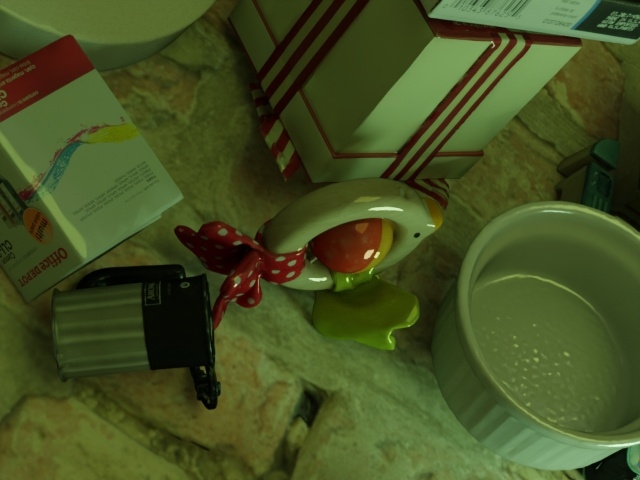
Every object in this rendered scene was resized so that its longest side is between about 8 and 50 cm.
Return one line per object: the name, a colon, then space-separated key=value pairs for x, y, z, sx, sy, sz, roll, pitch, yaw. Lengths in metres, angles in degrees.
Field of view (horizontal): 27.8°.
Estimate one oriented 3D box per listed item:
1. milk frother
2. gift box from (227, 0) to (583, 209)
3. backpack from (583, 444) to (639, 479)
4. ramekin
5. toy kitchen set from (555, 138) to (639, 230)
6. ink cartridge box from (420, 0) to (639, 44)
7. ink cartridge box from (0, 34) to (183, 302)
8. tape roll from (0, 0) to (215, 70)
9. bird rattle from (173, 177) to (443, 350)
milk frother: x=-0.160 y=0.099 z=1.155 sx=0.134 sy=0.129 sz=0.143 roll=-5 pitch=105 yaw=-2
gift box: x=0.074 y=-0.187 z=1.325 sx=0.255 sy=0.258 sz=0.276 roll=1 pitch=56 yaw=-38
backpack: x=0.412 y=0.238 z=1.481 sx=0.188 sy=0.144 sz=0.166 roll=35 pitch=49 yaw=-23
ramekin: x=0.252 y=0.110 z=1.377 sx=0.277 sy=0.135 sz=0.277 roll=8 pitch=59 yaw=-14
toy kitchen set: x=0.378 y=-0.015 z=1.568 sx=0.166 sy=0.122 sz=0.207 roll=31 pitch=57 yaw=-23
ink cartridge box: x=0.165 y=-0.337 z=1.279 sx=0.303 sy=0.072 sz=0.307 roll=-2 pitch=59 yaw=-39
ink cartridge box: x=-0.237 y=-0.060 z=1.135 sx=0.127 sy=0.128 sz=0.176 roll=-39 pitch=96 yaw=-39
tape roll: x=-0.259 y=-0.357 z=1.277 sx=0.392 sy=0.072 sz=0.392 roll=14 pitch=63 yaw=-31
bird rattle: x=0.000 y=0.000 z=1.249 sx=0.253 sy=0.207 sz=0.143 roll=21 pitch=42 yaw=-39
